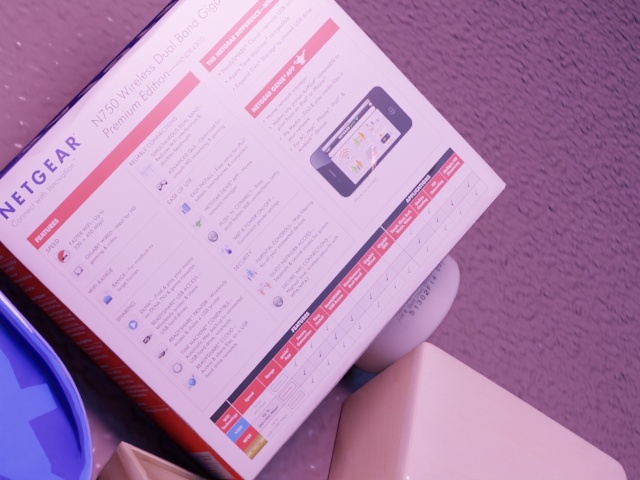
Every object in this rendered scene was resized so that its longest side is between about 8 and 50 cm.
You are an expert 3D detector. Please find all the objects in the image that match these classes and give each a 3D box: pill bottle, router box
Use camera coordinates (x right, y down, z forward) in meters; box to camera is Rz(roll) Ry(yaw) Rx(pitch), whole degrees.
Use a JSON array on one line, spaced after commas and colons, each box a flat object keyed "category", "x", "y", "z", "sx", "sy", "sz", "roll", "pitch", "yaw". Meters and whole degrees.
[{"category": "pill bottle", "x": 0.000, "y": 0.000, "z": 1.585, "sx": 0.229, "sy": 0.131, "sz": 0.131, "roll": 40, "pitch": 40, "yaw": -18}, {"category": "router box", "x": -0.064, "y": -0.030, "z": 1.445, "sx": 0.301, "sy": 0.082, "sz": 0.335, "roll": 46, "pitch": 71, "yaw": -11}]

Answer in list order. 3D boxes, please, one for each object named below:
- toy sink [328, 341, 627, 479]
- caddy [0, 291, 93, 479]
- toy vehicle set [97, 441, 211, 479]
[{"category": "toy sink", "x": 0.131, "y": 0.225, "z": 1.560, "sx": 0.234, "sy": 0.131, "sz": 0.153, "roll": 32, "pitch": 43, "yaw": -20}, {"category": "caddy", "x": -0.308, "y": 0.114, "z": 1.148, "sx": 0.341, "sy": 0.179, "sz": 0.241, "roll": 49, "pitch": 62, "yaw": -7}, {"category": "toy vehicle set", "x": -0.030, "y": 0.250, "z": 1.373, "sx": 0.267, "sy": 0.035, "sz": 0.166, "roll": 29, "pitch": 8, "yaw": -30}]
